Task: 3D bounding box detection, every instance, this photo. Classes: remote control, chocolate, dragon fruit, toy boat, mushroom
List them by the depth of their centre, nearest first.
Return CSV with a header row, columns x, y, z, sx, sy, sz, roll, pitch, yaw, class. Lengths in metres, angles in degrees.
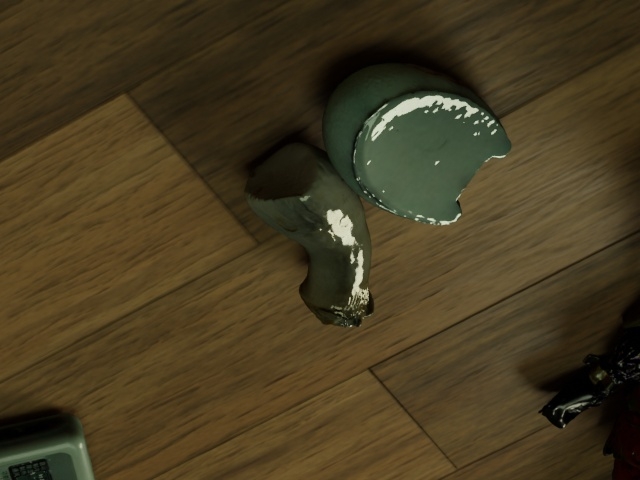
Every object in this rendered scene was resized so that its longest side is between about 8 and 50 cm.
x,y,z,sx,sy,sz,roll,pitch,yaw,class
0.079,-0.094,1.595,0.207,0.079,0.134,22,112,-45,toy boat
0.004,-0.002,1.658,0.092,0.081,0.223,-36,141,-8,mushroom
-0.381,0.257,1.817,0.296,0.056,0.140,-12,137,-8,remote control
0.309,0.151,1.958,0.147,0.070,0.072,-32,148,30,chocolate
0.408,0.227,1.984,0.182,0.182,0.188,-19,139,1,dragon fruit

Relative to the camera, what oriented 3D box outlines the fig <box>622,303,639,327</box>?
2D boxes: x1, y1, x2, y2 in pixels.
x,y,z,sx,sy,sz,roll,pitch,yaw,class
0.411,0.058,1.757,0.286,0.286,0.368,13,159,-31,fig
